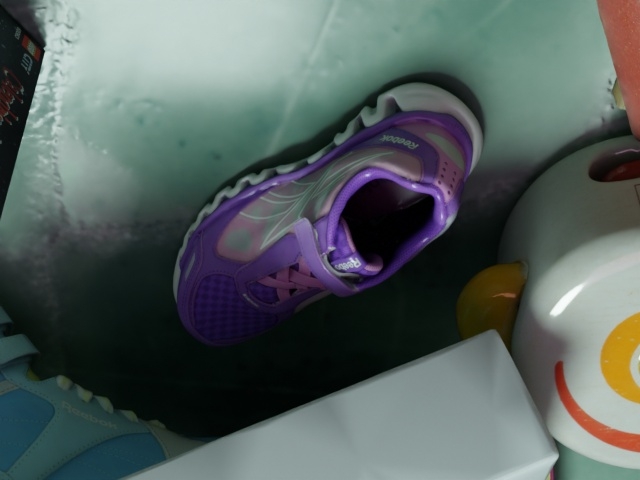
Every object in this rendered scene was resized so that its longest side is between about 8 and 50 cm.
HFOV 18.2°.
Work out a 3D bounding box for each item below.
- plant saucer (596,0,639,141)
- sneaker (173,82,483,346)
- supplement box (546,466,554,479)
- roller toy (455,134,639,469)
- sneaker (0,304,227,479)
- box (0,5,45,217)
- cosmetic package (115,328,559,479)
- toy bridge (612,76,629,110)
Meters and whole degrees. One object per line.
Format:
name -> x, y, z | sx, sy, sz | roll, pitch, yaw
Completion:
plant saucer -> 0.283, -0.183, 1.147 | 0.259, 0.047, 0.258 | -20, 128, 3
sneaker -> 0.000, 0.000, 1.258 | 0.236, 0.104, 0.095 | -35, 119, 21
supplement box -> 0.136, 0.168, 1.406 | 0.055, 0.043, 0.083 | -4, 122, 1
roller toy -> 0.209, 0.041, 1.263 | 0.209, 0.146, 0.191 | 38, 114, -22
sneaker -> -0.170, 0.117, 1.328 | 0.319, 0.208, 0.127 | -4, 150, -42
box -> -0.244, -0.029, 1.157 | 0.159, 0.233, 0.044 | -35, 115, 20
cosmetic package -> -0.057, 0.209, 1.249 | 0.377, 0.097, 0.284 | -21, 157, -13
toy bridge -> 0.235, -0.159, 1.204 | 0.063, 0.026, 0.188 | 10, 122, -10
